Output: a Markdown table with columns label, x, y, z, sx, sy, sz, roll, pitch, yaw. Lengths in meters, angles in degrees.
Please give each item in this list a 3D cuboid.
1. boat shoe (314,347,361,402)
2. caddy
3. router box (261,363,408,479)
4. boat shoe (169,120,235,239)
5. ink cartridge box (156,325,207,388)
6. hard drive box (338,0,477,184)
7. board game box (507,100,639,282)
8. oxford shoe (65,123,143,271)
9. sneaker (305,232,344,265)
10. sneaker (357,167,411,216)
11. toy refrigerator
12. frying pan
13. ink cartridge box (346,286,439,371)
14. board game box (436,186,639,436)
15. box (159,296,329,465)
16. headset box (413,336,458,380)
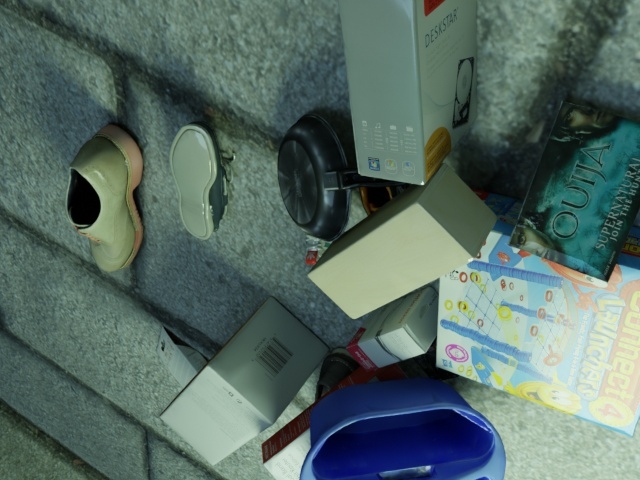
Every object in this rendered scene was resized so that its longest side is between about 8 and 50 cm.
| label | x | y | z | sx | sy | sz | roll | pitch | yaw |
| --- | --- | --- | --- | --- | --- | --- | --- | --- | --- |
| boat shoe | 0.027 | 0.362 | 1.378 | 0.112 | 0.095 | 0.335 | 22 | 135 | 22 |
| caddy | 0.131 | 0.369 | 1.088 | 0.342 | 0.179 | 0.241 | -6 | 105 | -7 |
| router box | 0.109 | 0.427 | 1.235 | 0.335 | 0.301 | 0.082 | 51 | 179 | -12 |
| boat shoe | -0.202 | -0.111 | 1.158 | 0.095 | 0.079 | 0.254 | 21 | 137 | 19 |
| ink cartridge box | -0.348 | 0.312 | 1.679 | 0.179 | 0.045 | 0.145 | 49 | 143 | 19 |
| hard drive box | 0.109 | -0.211 | 0.758 | 0.089 | 0.181 | 0.232 | 13 | 132 | 29 |
| board game box | 0.315 | -0.059 | 0.778 | 0.126 | 0.026 | 0.186 | 23 | 106 | 24 |
| oxford shoe | -0.464 | -0.055 | 1.353 | 0.141 | 0.146 | 0.396 | 29 | 138 | 13 |
| sneaker | 0.000 | 0.000 | 1.102 | 0.057 | 0.075 | 0.161 | 1 | 125 | 37 |
| sneaker | 0.107 | -0.043 | 0.979 | 0.084 | 0.083 | 0.214 | -8 | 121 | 39 |
| toy refrigerator | 0.103 | 0.009 | 0.897 | 0.102 | 0.094 | 0.269 | 44 | 143 | -7 |
| frying pan | 0.016 | -0.064 | 0.944 | 0.326 | 0.053 | 0.197 | 42 | 138 | 50 |
| ink cartridge box | 0.131 | 0.150 | 1.105 | 0.063 | 0.109 | 0.150 | 50 | 138 | -8 |
| board game box | 0.325 | 0.103 | 0.934 | 0.302 | 0.086 | 0.308 | 16 | 133 | 27 |
| box | -0.169 | 0.305 | 1.389 | 0.168 | 0.215 | 0.345 | 42 | 139 | 0 |
| headset box | 0.202 | 0.207 | 1.158 | 0.083 | 0.032 | 0.062 | 50 | 139 | -12 |
